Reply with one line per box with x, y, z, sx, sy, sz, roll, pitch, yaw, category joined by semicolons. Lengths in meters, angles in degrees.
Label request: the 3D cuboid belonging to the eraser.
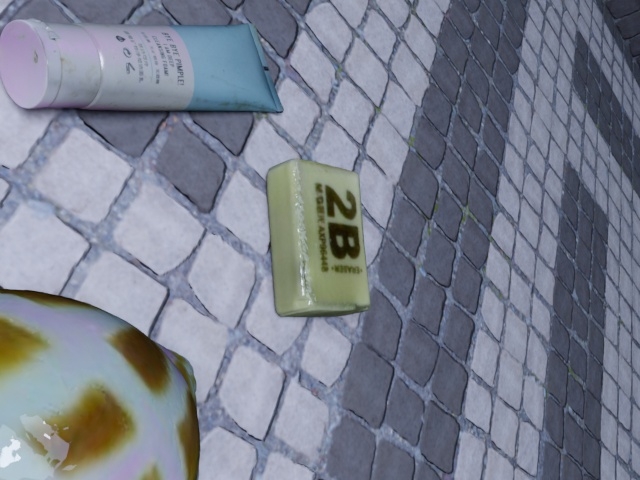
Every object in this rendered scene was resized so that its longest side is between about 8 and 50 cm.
0.000;0.000;0.683;0.117;0.058;0.172;7;74;-45;eraser

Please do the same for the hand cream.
-0.151;-0.173;0.586;0.312;0.070;0.111;-20;92;-55;hand cream

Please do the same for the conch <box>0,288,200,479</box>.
-0.193;0.147;0.344;0.367;0.197;0.250;10;108;-49;conch
